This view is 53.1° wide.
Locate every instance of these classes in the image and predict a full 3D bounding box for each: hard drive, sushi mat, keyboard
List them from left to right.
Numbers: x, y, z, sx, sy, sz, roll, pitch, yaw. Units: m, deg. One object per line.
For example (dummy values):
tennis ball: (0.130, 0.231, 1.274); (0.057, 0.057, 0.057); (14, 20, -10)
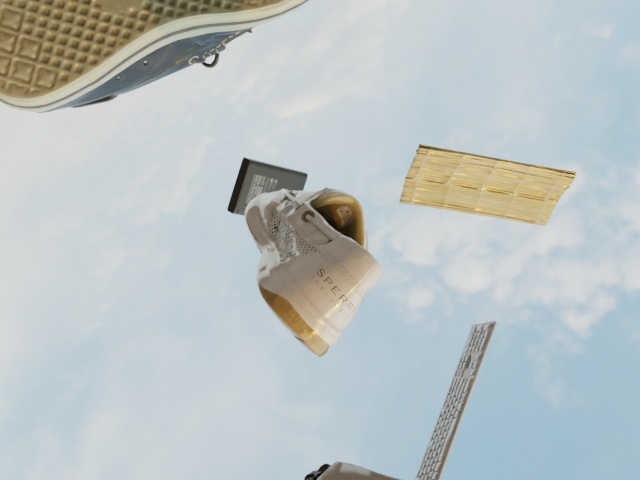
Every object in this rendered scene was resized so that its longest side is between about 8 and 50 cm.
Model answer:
hard drive: (-0.087, -0.083, 1.093); (0.022, 0.135, 0.094); (28, -76, 43)
keyboard: (0.182, 0.229, 0.876); (0.014, 0.072, 0.256); (25, -107, -1)
sushi mat: (0.320, -0.104, 1.248); (0.316, 0.151, 0.019); (9, -130, -6)

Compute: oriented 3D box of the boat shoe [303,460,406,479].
boat shoe: (0.131, 0.444, 0.920); (0.340, 0.158, 0.127); (9, -159, 34)

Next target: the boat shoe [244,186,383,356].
boat shoe: (0.000, 0.000, 0.561); (0.096, 0.098, 0.277); (-40, -159, 5)

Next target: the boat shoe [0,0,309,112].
boat shoe: (-0.187, -0.311, 0.814); (0.500, 0.187, 0.156); (-30, -172, -7)
